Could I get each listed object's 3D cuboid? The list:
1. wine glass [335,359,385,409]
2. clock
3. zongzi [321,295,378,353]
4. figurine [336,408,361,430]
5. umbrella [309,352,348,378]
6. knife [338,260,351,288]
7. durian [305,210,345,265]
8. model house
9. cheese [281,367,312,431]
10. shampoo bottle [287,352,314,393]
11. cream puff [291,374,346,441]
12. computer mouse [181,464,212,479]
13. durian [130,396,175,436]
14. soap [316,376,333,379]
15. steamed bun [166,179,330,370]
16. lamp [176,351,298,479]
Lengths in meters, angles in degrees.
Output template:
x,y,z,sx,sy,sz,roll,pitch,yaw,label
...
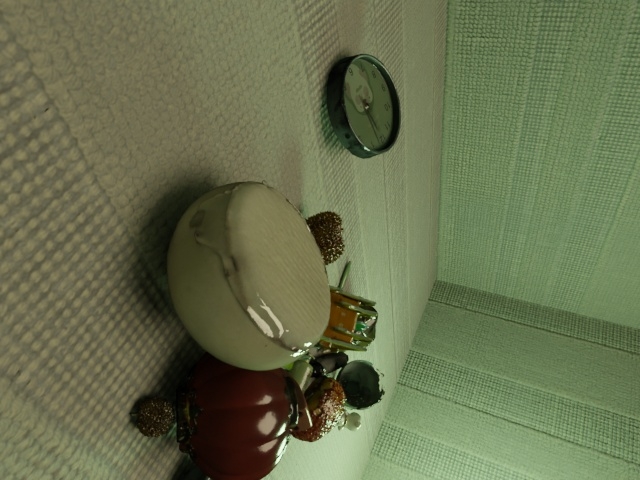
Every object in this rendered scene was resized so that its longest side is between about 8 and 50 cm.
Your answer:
x,y,z,sx,sy,sz,roll,pitch,yaw,label
0.143,0.585,1.926,0.357,0.190,0.191,106,7,-68,wine glass
0.145,-0.419,1.507,0.318,0.066,0.320,3,86,-48,clock
0.109,0.411,1.971,0.300,0.145,0.274,-42,149,-25,zongzi
0.081,0.719,1.922,0.098,0.146,0.081,129,-25,-62,figurine
0.025,0.476,1.846,0.337,0.073,0.067,12,96,-67,umbrella
0.072,0.216,1.883,0.043,0.019,0.293,56,52,-62,knife
0.000,0.000,1.420,0.137,0.167,0.158,63,4,-76,durian
0.013,0.266,1.386,0.358,0.312,0.243,58,44,-60,model house
-0.134,0.477,1.448,0.177,0.202,0.128,-98,175,-49,cheese
-0.071,0.446,1.598,0.162,0.079,0.079,-66,155,-24,shampoo bottle
-0.007,0.582,1.657,0.240,0.163,0.240,-46,157,-26,cream puff
-0.325,0.664,1.128,0.380,0.090,0.167,-61,154,-21,computer mouse
-0.336,0.354,0.964,0.091,0.080,0.080,12,91,-26,durian
0.005,0.640,1.894,0.119,0.066,0.198,-46,143,-47,soap
-0.153,0.079,0.965,0.374,0.241,0.375,44,32,-37,steamed bun
-0.185,0.371,1.056,0.303,0.256,0.304,180,-90,-71,lamp
